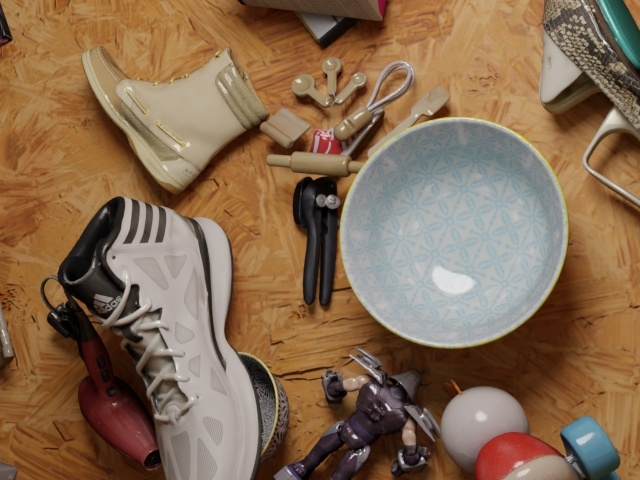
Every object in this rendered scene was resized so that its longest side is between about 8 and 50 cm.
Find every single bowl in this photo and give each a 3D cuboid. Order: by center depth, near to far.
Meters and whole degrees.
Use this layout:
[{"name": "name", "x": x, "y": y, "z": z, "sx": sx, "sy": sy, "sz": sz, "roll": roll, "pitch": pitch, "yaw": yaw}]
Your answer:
[{"name": "bowl", "x": 0.183, "y": -0.002, "z": 1.382, "sx": 0.289, "sy": 0.156, "sz": 0.289, "roll": -2, "pitch": 82, "yaw": 18}, {"name": "bowl", "x": -0.098, "y": 0.244, "z": 1.468, "sx": 0.170, "sy": 0.080, "sz": 0.170, "roll": -16, "pitch": 65, "yaw": 36}]

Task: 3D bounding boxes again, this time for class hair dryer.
[{"name": "hair dryer", "x": -0.313, "y": 0.198, "z": 1.484, "sx": 0.080, "sy": 0.223, "sz": 0.293, "roll": -35, "pitch": 85, "yaw": -16}]

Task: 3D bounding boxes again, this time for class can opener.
[{"name": "can opener", "x": 0.000, "y": 0.000, "z": 1.500, "sx": 0.059, "sy": 0.073, "sz": 0.186, "roll": -1, "pitch": 84, "yaw": -22}]

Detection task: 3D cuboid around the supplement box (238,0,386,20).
[{"name": "supplement box", "x": -0.018, "y": -0.385, "z": 1.480, "sx": 0.220, "sy": 0.114, "sz": 0.111, "roll": 11, "pitch": 86, "yaw": 19}]

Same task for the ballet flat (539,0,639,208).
[{"name": "ballet flat", "x": 0.390, "y": -0.167, "z": 1.349, "sx": 0.182, "sy": 0.164, "sz": 0.483, "roll": -42, "pitch": 75, "yaw": 25}]

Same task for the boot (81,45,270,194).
[{"name": "boot", "x": -0.215, "y": -0.226, "z": 1.568, "sx": 0.203, "sy": 0.095, "sz": 0.262, "roll": -38, "pitch": 75, "yaw": 10}]

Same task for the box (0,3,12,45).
[{"name": "box", "x": -0.590, "y": -0.344, "z": 1.737, "sx": 0.162, "sy": 0.029, "sz": 0.116, "roll": -24, "pitch": 76, "yaw": 12}]

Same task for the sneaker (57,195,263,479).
[{"name": "sneaker", "x": -0.232, "y": 0.145, "z": 1.388, "sx": 0.169, "sy": 0.257, "sz": 0.447, "roll": -29, "pitch": 58, "yaw": 31}]

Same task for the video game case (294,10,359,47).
[{"name": "video game case", "x": 0.039, "y": -0.459, "z": 1.550, "sx": 0.275, "sy": 0.035, "sz": 0.248, "roll": -38, "pitch": 74, "yaw": 10}]

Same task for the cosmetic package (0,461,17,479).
[{"name": "cosmetic package", "x": -0.594, "y": 0.369, "z": 1.610, "sx": 0.238, "sy": 0.107, "sz": 0.127, "roll": 12, "pitch": 84, "yaw": 22}]

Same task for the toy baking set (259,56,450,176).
[{"name": "toy baking set", "x": 0.039, "y": -0.172, "z": 1.473, "sx": 0.256, "sy": 0.030, "sz": 0.197, "roll": 11, "pitch": 67, "yaw": 24}]

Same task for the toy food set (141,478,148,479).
[{"name": "toy food set", "x": -0.259, "y": 0.444, "z": 1.533, "sx": 0.132, "sy": 0.038, "sz": 0.192, "roll": 46, "pitch": 109, "yaw": 23}]

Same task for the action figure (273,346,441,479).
[{"name": "action figure", "x": 0.042, "y": 0.268, "z": 1.429, "sx": 0.285, "sy": 0.099, "sz": 0.185, "roll": -46, "pitch": 65, "yaw": 3}]

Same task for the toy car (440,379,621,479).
[{"name": "toy car", "x": 0.228, "y": 0.273, "z": 1.346, "sx": 0.219, "sy": 0.210, "sz": 0.238, "roll": -31, "pitch": 45, "yaw": -2}]

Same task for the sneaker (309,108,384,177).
[{"name": "sneaker", "x": 0.034, "y": -0.154, "z": 1.508, "sx": 0.067, "sy": 0.042, "sz": 0.118, "roll": 42, "pitch": 99, "yaw": 14}]

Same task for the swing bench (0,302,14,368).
[{"name": "swing bench", "x": -0.620, "y": 0.094, "z": 1.602, "sx": 0.165, "sy": 0.254, "sz": 0.253, "roll": -36, "pitch": 66, "yaw": 55}]
